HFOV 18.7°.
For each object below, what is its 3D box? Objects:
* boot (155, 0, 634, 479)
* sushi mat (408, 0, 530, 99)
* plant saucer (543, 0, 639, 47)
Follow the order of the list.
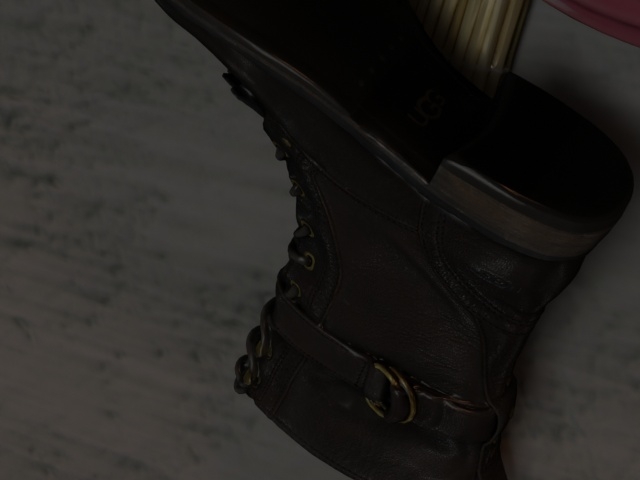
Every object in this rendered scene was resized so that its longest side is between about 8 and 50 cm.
[{"bbox_3d":[0.000,0.000,0.859,0.263,0.091,0.229,38,137,14],"label":"boot"},{"bbox_3d":[0.048,-0.217,0.789,0.151,0.019,0.316,29,123,23],"label":"sushi mat"},{"bbox_3d":[0.133,-0.209,0.594,0.332,0.084,0.332,10,111,28],"label":"plant saucer"}]
